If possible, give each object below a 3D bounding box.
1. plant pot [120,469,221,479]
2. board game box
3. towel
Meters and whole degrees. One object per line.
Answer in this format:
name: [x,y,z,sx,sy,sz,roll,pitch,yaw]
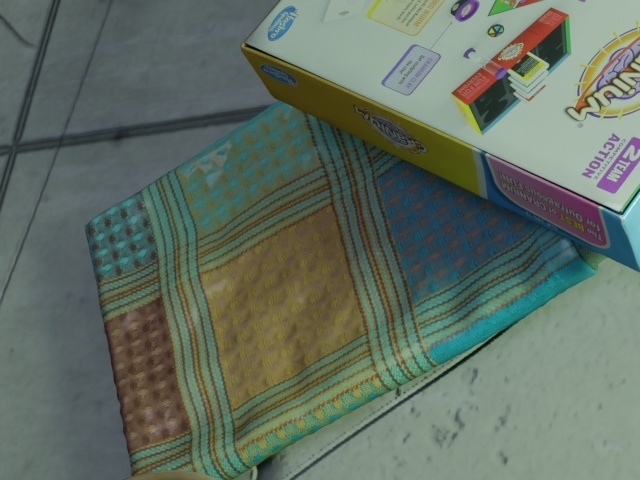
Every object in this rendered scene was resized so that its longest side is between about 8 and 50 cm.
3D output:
plant pot: [-0.085,0.268,1.002,0.237,0.110,0.237,-17,56,27]
board game box: [0.139,-0.145,1.071,0.316,0.064,0.242,29,73,36]
towel: [0.000,0.000,1.147,0.370,0.040,0.271,-31,50,17]
